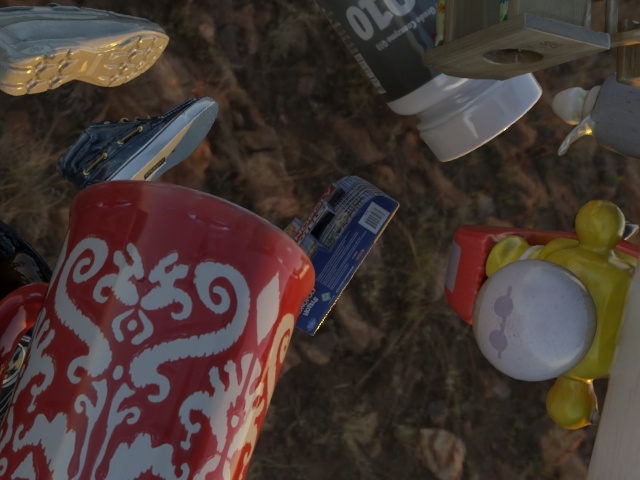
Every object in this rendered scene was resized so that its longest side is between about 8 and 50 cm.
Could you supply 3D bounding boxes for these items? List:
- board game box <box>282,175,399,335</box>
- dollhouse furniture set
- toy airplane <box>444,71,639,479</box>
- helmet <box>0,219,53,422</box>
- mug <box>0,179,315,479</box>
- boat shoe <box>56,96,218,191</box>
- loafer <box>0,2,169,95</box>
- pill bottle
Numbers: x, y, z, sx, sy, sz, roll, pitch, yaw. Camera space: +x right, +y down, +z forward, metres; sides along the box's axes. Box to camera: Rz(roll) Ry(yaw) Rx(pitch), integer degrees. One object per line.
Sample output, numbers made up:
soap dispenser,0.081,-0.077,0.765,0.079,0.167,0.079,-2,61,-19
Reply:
board game box,0.000,0.000,1.213,0.060,0.194,0.194,32,94,-19
dollhouse furniture set,0.153,-0.185,0.551,0.160,0.101,0.182,6,85,-27
toy airplane,0.240,0.073,0.691,0.272,0.384,0.386,5,57,-32
helmet,-0.286,0.069,0.687,0.169,0.161,0.169,49,13,-15
mug,-0.086,0.081,0.395,0.113,0.150,0.169,29,60,-26
boat shoe,-0.195,-0.111,1.014,0.083,0.065,0.183,36,60,13
loafer,-0.319,-0.263,1.225,0.111,0.112,0.319,49,27,10
pill bottle,0.104,-0.237,1.001,0.283,0.161,0.161,53,44,-11
